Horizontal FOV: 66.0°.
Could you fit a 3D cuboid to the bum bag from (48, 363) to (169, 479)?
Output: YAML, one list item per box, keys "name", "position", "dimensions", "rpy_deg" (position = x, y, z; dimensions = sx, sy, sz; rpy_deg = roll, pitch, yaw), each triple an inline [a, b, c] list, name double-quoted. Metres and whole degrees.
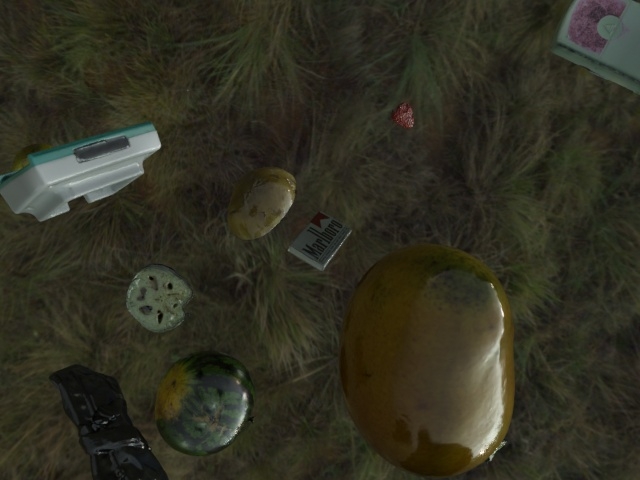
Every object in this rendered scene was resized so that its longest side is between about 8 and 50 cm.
- name: "bum bag"
  position: [-0.370, 0.337, 0.869]
  dimensions: [0.074, 0.310, 0.137]
  rpy_deg: [-46, 151, 9]

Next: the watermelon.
- name: "watermelon"
  position: [-0.305, 0.424, 1.300]
  dimensions: [0.268, 0.269, 0.269]
  rpy_deg: [-4, 107, -14]

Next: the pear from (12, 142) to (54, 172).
- name: "pear"
  position: [-0.793, -0.219, 1.383]
  dimensions: [0.140, 0.141, 0.104]
  rpy_deg: [-1, 132, -15]

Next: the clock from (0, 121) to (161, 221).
- name: "clock"
  position: [-0.487, -0.138, 1.019]
  dimensions: [0.262, 0.231, 0.116]
  rpy_deg: [-36, 109, -45]

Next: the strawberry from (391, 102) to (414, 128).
- name: "strawberry"
  position: [0.259, -0.385, 1.521]
  dimensions: [0.083, 0.073, 0.073]
  rpy_deg: [41, 93, -7]

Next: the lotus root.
- name: "lotus root"
  position: [-0.496, 0.175, 1.512]
  dimensions: [0.183, 0.078, 0.204]
  rpy_deg: [-43, 103, -20]

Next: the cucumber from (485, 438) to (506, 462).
- name: "cucumber"
  position: [0.336, 0.405, 1.221]
  dimensions: [0.072, 0.300, 0.072]
  rpy_deg: [-18, 131, -22]

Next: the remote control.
- name: "remote control"
  position: [0.625, -0.360, 0.944]
  dimensions: [0.343, 0.050, 0.145]
  rpy_deg: [30, 90, 6]

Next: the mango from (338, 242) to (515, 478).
- name: "mango"
  position: [0.142, 0.160, 0.674]
  dimensions: [0.221, 0.264, 0.378]
  rpy_deg: [-23, 137, -24]

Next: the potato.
- name: "potato"
  position: [-0.213, -0.147, 1.668]
  dimensions: [0.299, 0.239, 0.116]
  rpy_deg: [-57, 145, -14]

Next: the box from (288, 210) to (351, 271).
- name: "box"
  position: [0.000, 0.000, 1.400]
  dimensions: [0.115, 0.177, 0.036]
  rpy_deg: [31, 138, 9]
